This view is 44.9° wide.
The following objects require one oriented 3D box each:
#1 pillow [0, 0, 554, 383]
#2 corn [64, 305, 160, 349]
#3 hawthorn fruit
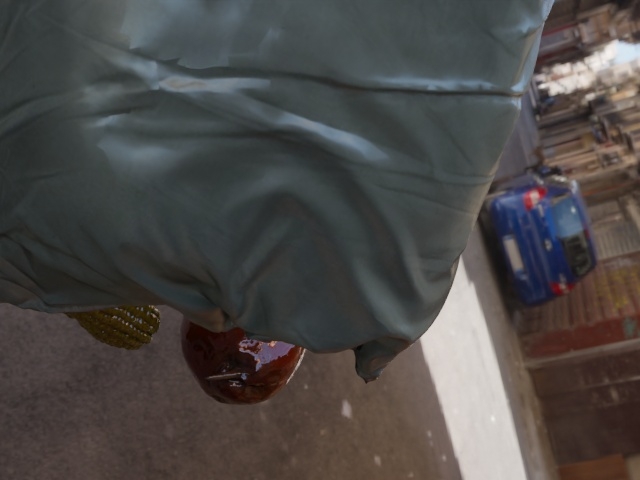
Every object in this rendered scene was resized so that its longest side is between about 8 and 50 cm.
[{"bbox_3d":[-0.036,-0.088,0.371,0.138,0.284,0.309,-128,-124,-68],"label":"pillow"},{"bbox_3d":[-0.324,0.068,1.079,0.320,0.097,0.097,56,27,-53],"label":"corn"},{"bbox_3d":[-0.126,0.162,1.205,0.262,0.211,0.210,-76,146,-63],"label":"hawthorn fruit"}]
